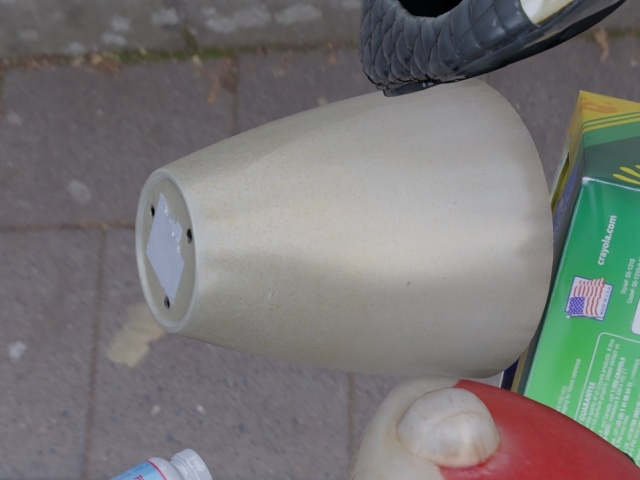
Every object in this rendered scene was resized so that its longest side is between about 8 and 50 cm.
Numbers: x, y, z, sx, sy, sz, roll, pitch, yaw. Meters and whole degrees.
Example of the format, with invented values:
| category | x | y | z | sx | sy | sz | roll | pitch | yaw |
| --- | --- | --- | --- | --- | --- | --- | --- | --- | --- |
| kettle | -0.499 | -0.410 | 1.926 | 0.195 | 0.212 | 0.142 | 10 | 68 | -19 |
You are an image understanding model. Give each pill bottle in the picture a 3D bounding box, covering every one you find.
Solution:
| category | x | y | z | sx | sy | sz | roll | pitch | yaw |
| --- | --- | --- | --- | --- | --- | --- | --- | --- | --- |
| pill bottle | -0.204 | 0.301 | 1.744 | 0.160 | 0.087 | 0.087 | -26 | 66 | -26 |

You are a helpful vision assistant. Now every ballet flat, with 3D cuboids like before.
| category | x | y | z | sx | sy | sz | roll | pitch | yaw |
| --- | --- | --- | --- | --- | --- | --- | --- | --- | --- |
| ballet flat | 0.048 | -0.078 | 0.486 | 0.057 | 0.173 | 0.049 | -23 | 97 | -19 |

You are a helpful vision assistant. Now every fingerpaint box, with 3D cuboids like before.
| category | x | y | z | sx | sy | sz | roll | pitch | yaw |
| --- | --- | --- | --- | --- | --- | --- | --- | --- | --- |
| fingerpaint box | 0.263 | 0.116 | 1.466 | 0.163 | 0.371 | 0.445 | 14 | 109 | 5 |

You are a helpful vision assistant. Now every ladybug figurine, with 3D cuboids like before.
| category | x | y | z | sx | sy | sz | roll | pitch | yaw |
| --- | --- | --- | --- | --- | --- | --- | --- | --- | --- |
| ladybug figurine | 0.112 | 0.257 | 0.762 | 0.162 | 0.449 | 0.305 | -4 | 35 | 13 |

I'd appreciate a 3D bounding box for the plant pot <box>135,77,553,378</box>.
| category | x | y | z | sx | sy | sz | roll | pitch | yaw |
| --- | --- | --- | --- | --- | --- | --- | --- | --- | --- |
| plant pot | 0.000 | 0.000 | 1.235 | 0.274 | 0.256 | 0.256 | -5 | 66 | -27 |
